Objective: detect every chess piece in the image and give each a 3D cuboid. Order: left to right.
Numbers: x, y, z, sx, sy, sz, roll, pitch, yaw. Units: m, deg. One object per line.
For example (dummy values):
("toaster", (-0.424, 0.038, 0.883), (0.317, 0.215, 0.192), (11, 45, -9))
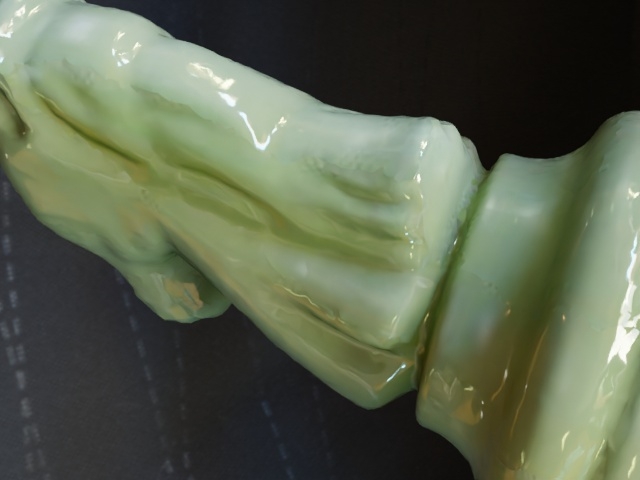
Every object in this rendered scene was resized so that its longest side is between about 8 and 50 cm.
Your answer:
("chess piece", (0.000, 0.000, 0.393), (0.298, 0.176, 0.176), (19, 109, 11))
